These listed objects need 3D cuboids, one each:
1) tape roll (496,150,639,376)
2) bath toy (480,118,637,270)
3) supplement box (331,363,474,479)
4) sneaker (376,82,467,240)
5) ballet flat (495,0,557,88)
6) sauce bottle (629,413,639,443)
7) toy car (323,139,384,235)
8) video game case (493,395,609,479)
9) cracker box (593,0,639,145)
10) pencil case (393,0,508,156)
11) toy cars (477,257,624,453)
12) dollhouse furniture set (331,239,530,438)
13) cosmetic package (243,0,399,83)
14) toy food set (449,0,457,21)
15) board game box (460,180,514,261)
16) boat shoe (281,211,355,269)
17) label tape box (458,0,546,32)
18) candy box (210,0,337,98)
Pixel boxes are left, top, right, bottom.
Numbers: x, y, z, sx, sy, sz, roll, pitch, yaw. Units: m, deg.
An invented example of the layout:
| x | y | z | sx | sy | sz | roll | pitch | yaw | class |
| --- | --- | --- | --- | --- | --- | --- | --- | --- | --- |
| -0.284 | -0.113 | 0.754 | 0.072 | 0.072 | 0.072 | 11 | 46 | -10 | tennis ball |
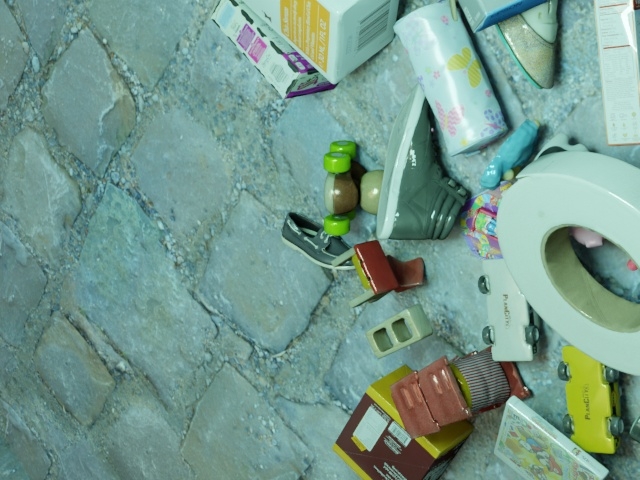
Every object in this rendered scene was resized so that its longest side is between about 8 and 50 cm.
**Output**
| x | y | z | sx | sy | sz | roll | pitch | yaw | class |
| --- | --- | --- | --- | --- | --- | --- | --- | --- | --- |
| 0.441 | 0.039 | 1.669 | 0.392 | 0.072 | 0.392 | 39 | 152 | 25 | tape roll |
| 0.436 | -0.056 | 1.779 | 0.348 | 0.129 | 0.151 | 34 | 157 | 28 | bath toy |
| 0.161 | 0.393 | 2.144 | 0.191 | 0.129 | 0.194 | 42 | 126 | 21 | supplement box |
| 0.199 | -0.133 | 1.980 | 0.104 | 0.147 | 0.295 | 158 | 124 | -78 | sneaker |
| 0.323 | -0.401 | 1.781 | 0.106 | 0.108 | 0.316 | -35 | 82 | 33 | ballet flat |
| 0.665 | 0.380 | 1.740 | 0.344 | 0.111 | 0.111 | 35 | 123 | 28 | sauce bottle |
| 0.105 | -0.098 | 2.066 | 0.189 | 0.149 | 0.155 | 3 | 112 | 9 | toy car |
| 0.406 | 0.396 | 1.941 | 0.206 | 0.026 | 0.227 | 38 | 155 | 24 | video game case |
| 0.486 | -0.270 | 1.649 | 0.067 | 0.156 | 0.232 | 2 | 104 | 40 | cracker box |
| 0.225 | -0.282 | 1.890 | 0.124 | 0.114 | 0.273 | -30 | 83 | 61 | pencil case |
| 0.413 | 0.193 | 1.908 | 0.393 | 0.087 | 0.176 | 50 | 122 | 20 | toy cars |
| 0.203 | 0.159 | 2.000 | 0.152 | 0.201 | 0.374 | -33 | 76 | 41 | dollhouse furniture set |
| -0.069 | -0.522 | 1.947 | 0.453 | 0.161 | 0.230 | 45 | 162 | 17 | cosmetic package |
| 0.208 | -0.469 | 1.822 | 0.132 | 0.039 | 0.192 | 72 | 180 | -47 | toy food set |
| 0.316 | -0.026 | 1.948 | 0.169 | 0.033 | 0.133 | -28 | 86 | 41 | board game box |
| 0.000 | 0.000 | 2.191 | 0.206 | 0.075 | 0.064 | 25 | 122 | 37 | boat shoe |
| 0.286 | -0.534 | 1.673 | 0.249 | 0.115 | 0.347 | -24 | 89 | -3 | label tape box |
| -0.077 | -0.382 | 2.076 | 0.233 | 0.159 | 0.071 | 48 | 127 | 17 | candy box |
